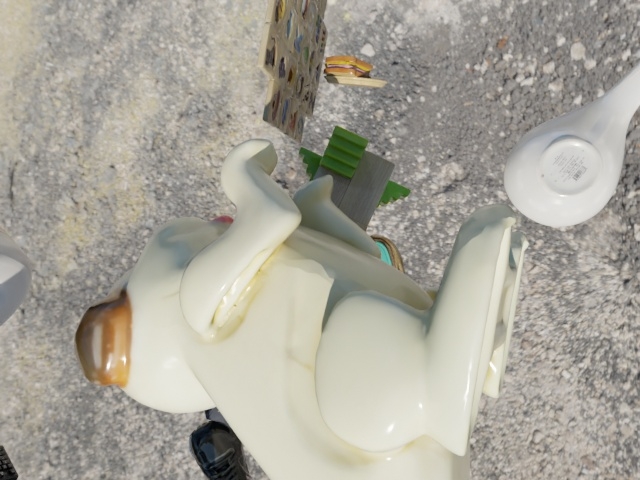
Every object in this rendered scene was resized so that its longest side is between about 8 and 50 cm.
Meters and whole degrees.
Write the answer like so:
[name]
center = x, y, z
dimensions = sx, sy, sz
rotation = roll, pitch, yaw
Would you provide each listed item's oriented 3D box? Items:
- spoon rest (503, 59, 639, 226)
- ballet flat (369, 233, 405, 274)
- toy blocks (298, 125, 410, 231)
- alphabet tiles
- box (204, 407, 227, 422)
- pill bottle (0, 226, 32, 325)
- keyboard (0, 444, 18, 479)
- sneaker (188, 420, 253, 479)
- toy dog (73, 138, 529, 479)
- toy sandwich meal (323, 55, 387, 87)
[spoon rest]
center = 0.357, -0.139, 0.626
dimensions = 0.137, 0.084, 0.276
rotation = 42, 103, 9
[ballet flat]
center = 0.140, 0.155, 0.980
dimensions = 0.116, 0.124, 0.342
rotation = -10, 91, 25
[toy blocks]
center = 0.000, 0.000, 0.806
dimensions = 0.191, 0.381, 0.260
rotation = 25, 85, -2
[alphabet tiles]
center = -0.034, -0.313, 0.787
dimensions = 0.011, 0.342, 0.285
rotation = 12, 95, 9
[box]
center = -0.138, 0.282, 1.041
dimensions = 0.207, 0.153, 0.108
rotation = -54, 36, 15
[pill bottle]
center = -0.608, -0.034, 0.642
dimensions = 0.408, 0.229, 0.229
rotation = 41, 109, 10
[keyboard]
center = -0.552, 0.365, 0.742
dimensions = 0.023, 0.180, 0.108
rotation = -47, 65, 8
[sneaker]
center = -0.186, 0.506, 1.047
dimensions = 0.124, 0.107, 0.283
rotation = 36, 148, 54
[toy dog]
center = -0.034, 0.102, 0.502
dimensions = 0.408, 0.285, 0.395
rotation = 12, 100, 26
[toy sandwich meal]
center = 0.041, -0.201, 0.586
dimensions = 0.086, 0.086, 0.029
rotation = 16, 109, 33
